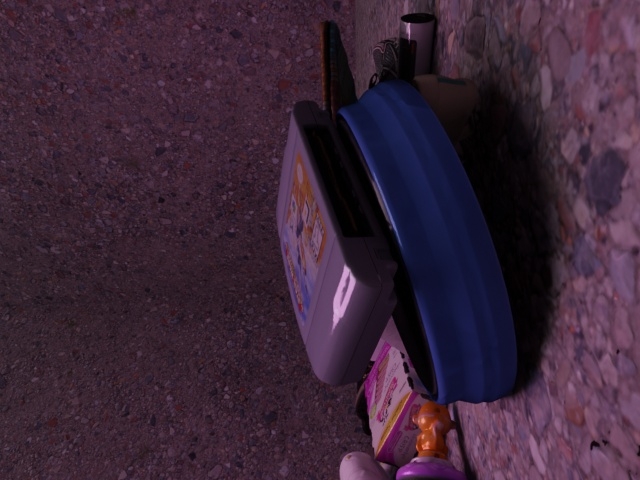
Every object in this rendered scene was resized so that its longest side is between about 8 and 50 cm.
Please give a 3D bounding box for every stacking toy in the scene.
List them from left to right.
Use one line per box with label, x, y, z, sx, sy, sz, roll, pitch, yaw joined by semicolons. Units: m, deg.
stacking toy;0.156;0.374;0.654;0.165;0.175;0.302;89;-170;-48

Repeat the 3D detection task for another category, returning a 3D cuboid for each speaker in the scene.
speaker;0.154;-0.295;0.757;0.055;0.055;0.136;-92;-1;-48

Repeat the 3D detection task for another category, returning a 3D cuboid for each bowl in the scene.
bowl;0.107;0.007;0.568;0.391;0.077;0.391;-18;-90;-89

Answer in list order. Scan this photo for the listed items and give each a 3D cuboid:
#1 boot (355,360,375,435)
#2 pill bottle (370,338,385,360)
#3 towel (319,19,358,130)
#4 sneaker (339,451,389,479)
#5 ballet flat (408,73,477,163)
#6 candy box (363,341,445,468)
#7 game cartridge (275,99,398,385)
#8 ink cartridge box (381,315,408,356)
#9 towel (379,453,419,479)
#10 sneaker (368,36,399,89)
boot;0.179;0.453;1.551;0.377;0.138;0.284;78;-173;-46
pill bottle;0.127;0.183;1.171;0.323;0.182;0.181;-88;-5;-83
towel;0.055;-0.193;0.870;0.370;0.040;0.271;24;-118;-77
sneaker;0.133;0.497;0.789;0.292;0.108;0.169;60;175;-5
ballet flat;0.149;-0.116;0.585;0.248;0.086;0.086;69;-163;-69
candy box;0.154;0.297;0.906;0.233;0.071;0.159;-92;25;-74
game cartridge;0.000;0.000;0.537;0.297;0.062;0.198;-108;26;-42
ink cartridge box;0.102;0.078;0.808;0.371;0.069;0.175;40;-148;-32
towel;0.132;0.593;0.985;0.320;0.090;0.374;86;-152;-57
sneaker;0.130;-0.278;0.905;0.121;0.112;0.299;84;-177;-63
